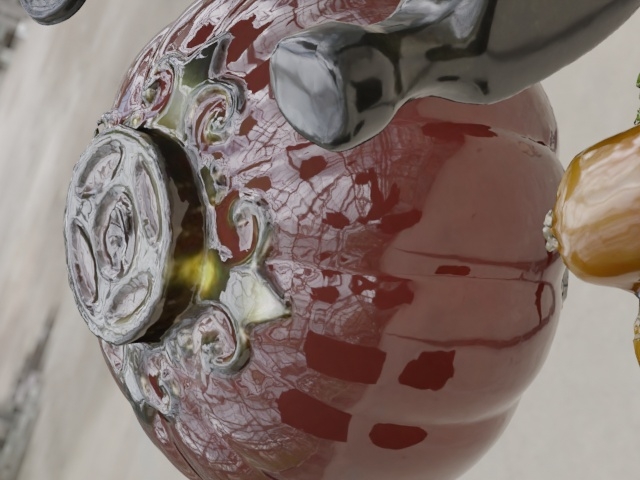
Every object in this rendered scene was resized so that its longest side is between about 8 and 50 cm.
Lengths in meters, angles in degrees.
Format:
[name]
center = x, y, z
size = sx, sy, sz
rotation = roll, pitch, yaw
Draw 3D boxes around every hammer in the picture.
[hammer]
center = 0.047, -0.236, 0.440
size = 0.044, 0.168, 0.440
rotation = 31, 137, 40

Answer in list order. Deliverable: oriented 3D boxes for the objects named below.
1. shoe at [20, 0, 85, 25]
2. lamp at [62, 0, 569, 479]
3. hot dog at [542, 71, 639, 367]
[shoe]
center = -0.116, -0.187, 0.916
size = 0.062, 0.053, 0.159
rotation = 1, 90, 40
[lamp]
center = 0.000, 0.000, 0.972
size = 0.303, 0.257, 0.303
rotation = -7, 82, 56
[hot dog]
center = 0.190, -0.038, 0.381
size = 0.337, 0.100, 0.135
rotation = -21, 56, 34
